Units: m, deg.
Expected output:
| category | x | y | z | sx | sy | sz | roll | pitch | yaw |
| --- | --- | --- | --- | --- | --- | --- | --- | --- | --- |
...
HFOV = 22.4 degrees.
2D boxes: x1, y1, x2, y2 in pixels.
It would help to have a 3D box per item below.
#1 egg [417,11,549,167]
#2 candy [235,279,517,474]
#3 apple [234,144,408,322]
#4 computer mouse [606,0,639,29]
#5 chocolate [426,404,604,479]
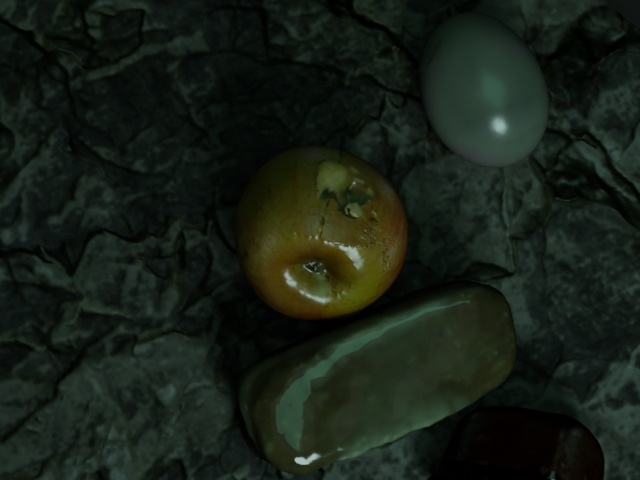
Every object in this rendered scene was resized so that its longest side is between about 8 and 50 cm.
| category | x | y | z | sx | sy | sz | roll | pitch | yaw |
| --- | --- | --- | --- | --- | --- | --- | --- | --- | --- |
| egg | 0.136 | -0.126 | 1.357 | 0.103 | 0.103 | 0.135 | -24 | 86 | -12 |
| candy | 0.045 | 0.109 | 1.314 | 0.234 | 0.104 | 0.102 | -20 | 92 | -13 |
| apple | 0.000 | 0.000 | 1.300 | 0.146 | 0.146 | 0.146 | 1 | 84 | -10 |
| computer mouse | 0.297 | -0.251 | 1.424 | 0.232 | 0.057 | 0.120 | 40 | 79 | -1 |
| chocolate | 0.168 | 0.175 | 1.331 | 0.149 | 0.125 | 0.080 | 15 | 65 | -4 |
